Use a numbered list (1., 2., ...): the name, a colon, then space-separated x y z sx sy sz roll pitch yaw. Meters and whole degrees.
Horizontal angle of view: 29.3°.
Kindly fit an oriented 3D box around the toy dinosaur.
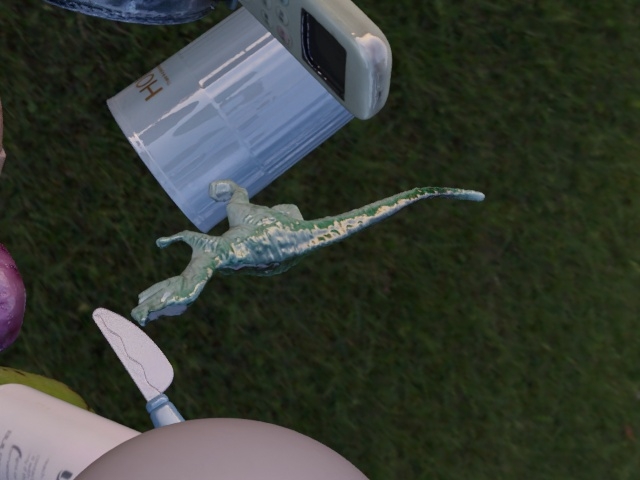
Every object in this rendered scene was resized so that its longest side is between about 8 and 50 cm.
1. toy dinosaur: -0.027 -0.026 1.157 0.383 0.129 0.076 -26 137 -26

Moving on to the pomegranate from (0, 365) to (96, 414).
1. pomegranate: -0.392 0.239 1.304 0.285 0.340 0.285 -30 136 -33

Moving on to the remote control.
1. remote control: -0.044 -0.213 0.974 0.038 0.309 0.090 -30 151 -21

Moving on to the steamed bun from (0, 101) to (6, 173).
1. steamed bun: -0.555 -0.134 1.663 0.251 0.199 0.301 -24 132 -51

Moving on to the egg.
1. egg: -0.046 0.184 0.661 0.232 0.176 0.176 7 108 -46

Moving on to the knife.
1. knife: -0.206 0.175 1.505 0.058 0.244 0.032 -30 161 -4

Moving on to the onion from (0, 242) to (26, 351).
1. onion: -0.321 0.052 1.114 0.104 0.115 0.115 -14 119 -35

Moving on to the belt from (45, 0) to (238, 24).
1. belt: -0.196 -0.289 1.194 0.206 0.267 0.116 -43 153 -54

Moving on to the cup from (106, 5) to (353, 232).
1. cup: -0.127 -0.199 1.942 0.311 0.257 0.331 -36 169 1

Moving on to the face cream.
1. face cream: -0.155 0.177 0.888 0.092 0.311 0.092 -8 102 -43
